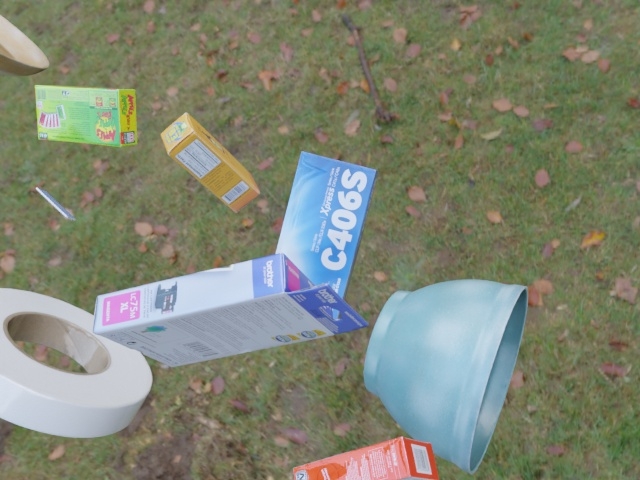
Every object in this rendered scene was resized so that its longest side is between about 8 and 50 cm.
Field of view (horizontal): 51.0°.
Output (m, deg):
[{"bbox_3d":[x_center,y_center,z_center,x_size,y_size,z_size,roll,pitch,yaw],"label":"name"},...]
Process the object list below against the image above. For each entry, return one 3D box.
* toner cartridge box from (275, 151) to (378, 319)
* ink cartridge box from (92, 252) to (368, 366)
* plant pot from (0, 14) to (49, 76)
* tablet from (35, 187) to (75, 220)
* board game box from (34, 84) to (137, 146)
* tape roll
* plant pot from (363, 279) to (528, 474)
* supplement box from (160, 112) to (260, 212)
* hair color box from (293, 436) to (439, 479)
[{"bbox_3d":[0.000,0.000,1.423,0.165,0.075,0.348,15,95,9],"label":"toner cartridge box"},{"bbox_3d":[-0.110,0.095,0.879,0.311,0.186,0.065,-11,63,17],"label":"ink cartridge box"},{"bbox_3d":[-0.393,-0.238,0.682,0.032,0.236,0.236,-51,55,8],"label":"plant pot"},{"bbox_3d":[-0.510,-0.069,1.292,0.083,0.054,0.006,43,85,1],"label":"tablet"},{"bbox_3d":[-0.396,-0.212,1.130,0.181,0.043,0.092,8,106,23],"label":"board game box"},{"bbox_3d":[-0.507,0.219,1.258,0.392,0.392,0.072,37,100,34],"label":"tape roll"},{"bbox_3d":[0.189,0.186,1.054,0.196,0.293,0.293,16,67,23],"label":"plant pot"},{"bbox_3d":[-0.227,-0.159,1.404,0.080,0.233,0.078,-36,46,7],"label":"supplement box"},{"bbox_3d":[0.048,0.253,0.726,0.141,0.072,0.043,-25,57,25],"label":"hair color box"}]
